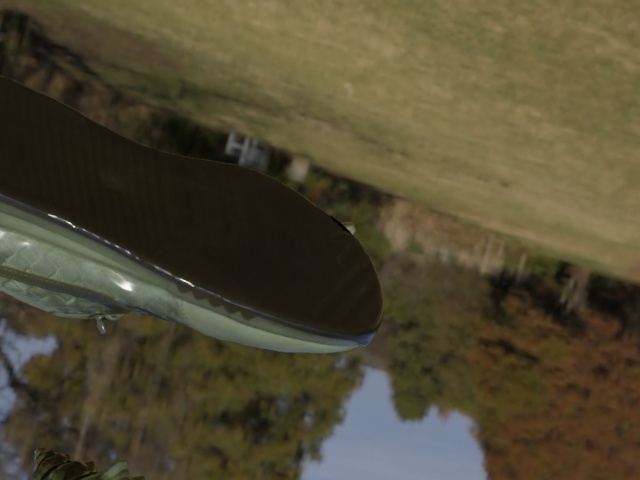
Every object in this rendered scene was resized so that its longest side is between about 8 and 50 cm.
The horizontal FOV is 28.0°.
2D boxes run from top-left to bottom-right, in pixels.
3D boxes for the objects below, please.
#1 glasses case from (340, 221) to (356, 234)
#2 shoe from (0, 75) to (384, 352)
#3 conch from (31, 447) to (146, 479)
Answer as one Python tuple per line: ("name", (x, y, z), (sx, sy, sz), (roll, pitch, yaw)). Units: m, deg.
("glasses case", (0.000, 0.000, 1.443), (0.083, 0.021, 0.032), (-23, -168, -8))
("shoe", (-0.100, 0.003, 0.671), (0.275, 0.098, 0.103), (23, -137, -2))
("conch", (-0.201, 0.252, 1.036), (0.114, 0.137, 0.234), (44, -158, -36))
